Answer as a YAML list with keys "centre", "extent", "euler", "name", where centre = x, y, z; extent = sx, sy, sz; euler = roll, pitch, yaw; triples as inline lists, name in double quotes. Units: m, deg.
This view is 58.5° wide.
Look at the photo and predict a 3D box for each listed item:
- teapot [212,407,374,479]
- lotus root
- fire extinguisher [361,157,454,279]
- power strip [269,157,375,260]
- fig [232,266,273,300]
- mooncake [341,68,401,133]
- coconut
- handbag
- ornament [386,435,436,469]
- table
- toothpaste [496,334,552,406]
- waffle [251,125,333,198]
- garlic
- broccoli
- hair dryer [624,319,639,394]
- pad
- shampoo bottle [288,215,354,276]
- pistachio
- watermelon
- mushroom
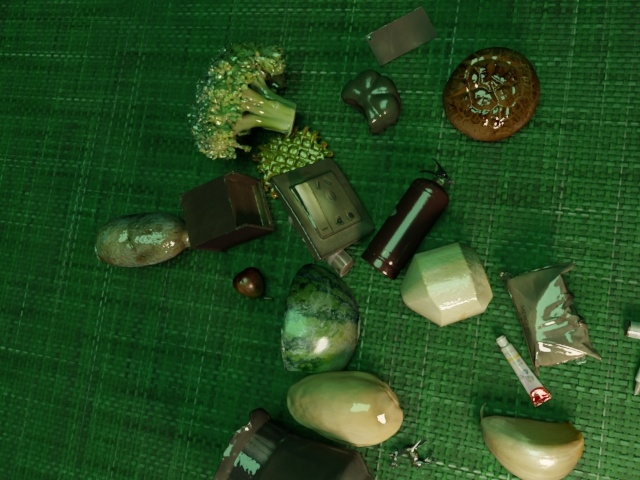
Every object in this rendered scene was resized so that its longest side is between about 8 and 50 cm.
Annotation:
- centre: [-0.084, 0.635, 1.456]
  extent: [0.362, 0.305, 0.376]
  euler: [28, 128, 19]
  name: "teapot"
- centre: [-0.527, -0.007, 1.725]
  extent: [0.350, 0.175, 0.175]
  euler: [-8, 80, 12]
  name: "lotus root"
- centre: [0.244, -0.065, 1.543]
  extent: [0.337, 0.114, 0.135]
  euler: [-54, 45, 3]
  name: "fire extinguisher"
- centre: [-0.001, -0.084, 1.559]
  extent: [0.092, 0.251, 0.257]
  euler: [-35, 83, 40]
  name: "power strip"
- centre: [-0.194, 0.140, 1.661]
  extent: [0.089, 0.089, 0.125]
  euler: [-38, 97, 8]
  name: "fig"
- centre: [0.142, -0.395, 1.625]
  extent: [0.175, 0.104, 0.168]
  euler: [18, 93, 21]
  name: "mooncake"
- centre: [0.312, 0.115, 1.451]
  extent: [0.222, 0.202, 0.202]
  euler: [-18, 78, 11]
  name: "coconut"
- centre: [0.572, 0.184, 1.409]
  extent: [0.183, 0.117, 0.270]
  euler: [-21, 77, 26]
  name: "handbag"
- centre: [0.232, 0.569, 1.496]
  extent: [0.125, 0.028, 0.073]
  euler: [-30, 75, 8]
  name: "ornament"
- centre: [-0.264, -0.079, 1.648]
  extent: [0.193, 0.172, 0.169]
  euler: [-21, 77, 22]
  name: "table"
- centre: [0.510, 0.327, 1.452]
  extent: [0.048, 0.031, 0.190]
  euler: [-33, 77, 6]
  name: "toothpaste"
- centre: [-0.079, -0.229, 1.691]
  extent: [0.232, 0.051, 0.228]
  euler: [-32, 72, 9]
  name: "waffle"
- centre: [0.505, 0.495, 1.390]
  extent: [0.245, 0.145, 0.164]
  euler: [9, 53, 18]
  name: "garlic"
- centre: [-0.228, -0.411, 1.631]
  extent: [0.338, 0.318, 0.277]
  euler: [-119, 35, -42]
  name: "broccoli"
- centre: [0.806, 0.295, 1.370]
  extent: [0.155, 0.044, 0.183]
  euler: [9, 90, 18]
  name: "hair dryer"
- centre: [0.237, -0.598, 1.676]
  extent: [0.188, 0.006, 0.113]
  euler: [-26, 75, 9]
  name: "pad"
- centre: [0.000, 0.000, 1.616]
  extent: [0.056, 0.086, 0.227]
  euler: [-37, 73, -21]
  name: "shampoo bottle"
- centre: [0.067, 0.433, 1.481]
  extent: [0.299, 0.187, 0.187]
  euler: [-5, 81, 25]
  name: "pistachio"
- centre: [-0.013, 0.206, 1.568]
  extent: [0.224, 0.180, 0.305]
  euler: [10, 78, -27]
  name: "watermelon"
- centre: [0.452, -0.386, 1.513]
  extent: [0.253, 0.153, 0.253]
  euler: [0, 90, 10]
  name: "mushroom"
